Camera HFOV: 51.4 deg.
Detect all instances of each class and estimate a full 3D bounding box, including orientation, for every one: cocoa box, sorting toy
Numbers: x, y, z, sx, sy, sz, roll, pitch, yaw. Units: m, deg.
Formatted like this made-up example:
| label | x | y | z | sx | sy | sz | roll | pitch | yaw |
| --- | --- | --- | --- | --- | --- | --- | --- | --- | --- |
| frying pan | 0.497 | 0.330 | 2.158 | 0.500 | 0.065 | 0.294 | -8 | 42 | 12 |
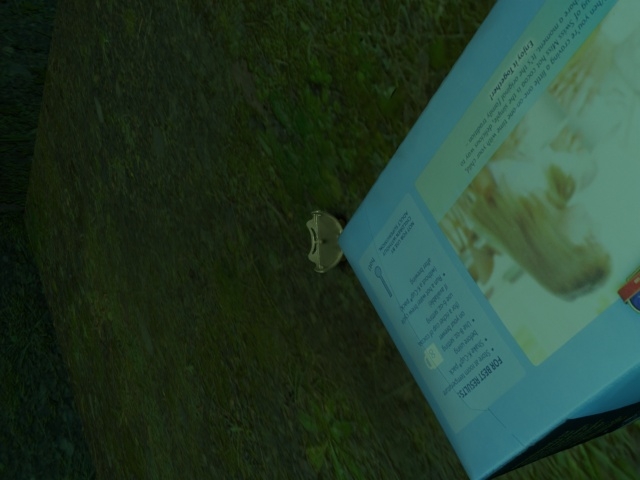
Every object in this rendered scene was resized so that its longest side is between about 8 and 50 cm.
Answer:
| label | x | y | z | sx | sy | sz | roll | pitch | yaw |
| --- | --- | --- | --- | --- | --- | --- | --- | --- | --- |
| cocoa box | 0.213 | -0.031 | 0.457 | 0.232 | 0.227 | 0.347 | 62 | 138 | 29 |
| sorting toy | 0.000 | 0.000 | 0.923 | 0.075 | 0.044 | 0.084 | 0 | 94 | 62 |
